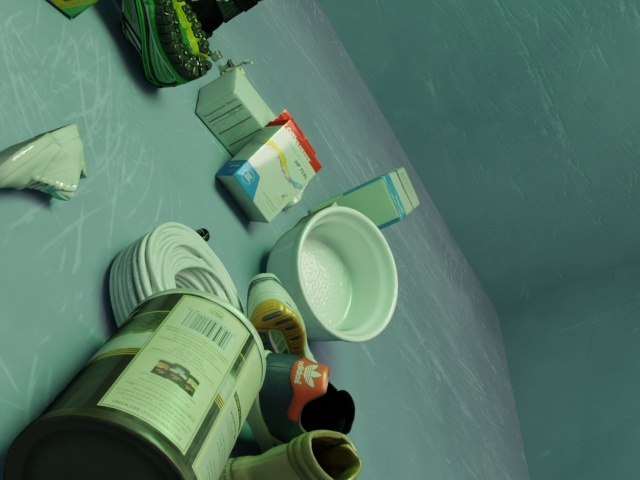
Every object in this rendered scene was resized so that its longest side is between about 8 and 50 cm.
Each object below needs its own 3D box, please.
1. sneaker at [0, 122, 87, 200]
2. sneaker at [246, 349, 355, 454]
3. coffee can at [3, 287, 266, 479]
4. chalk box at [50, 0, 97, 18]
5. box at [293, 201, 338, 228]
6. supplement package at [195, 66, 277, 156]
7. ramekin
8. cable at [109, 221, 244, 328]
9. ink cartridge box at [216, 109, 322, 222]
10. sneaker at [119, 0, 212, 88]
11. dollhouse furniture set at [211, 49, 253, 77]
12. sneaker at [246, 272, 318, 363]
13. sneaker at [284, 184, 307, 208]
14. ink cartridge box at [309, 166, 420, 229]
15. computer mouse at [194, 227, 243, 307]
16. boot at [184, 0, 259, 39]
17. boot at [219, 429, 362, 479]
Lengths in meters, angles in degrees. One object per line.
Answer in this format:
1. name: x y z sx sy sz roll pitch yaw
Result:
1. sneaker: -0.362 -0.090 0.930 0.212 0.080 0.094 -64 137 -67
2. sneaker: -0.012 0.298 1.109 0.350 0.148 0.131 71 24 -49
3. coffee can: -0.191 0.203 0.809 0.202 0.201 0.275 59 20 -14
4. chalk box: -0.380 -0.497 1.154 0.132 0.213 0.133 37 34 -53
5. box: 0.000 0.000 1.686 0.114 0.103 0.203 60 20 -11
6. supplement package: -0.176 -0.269 1.560 0.179 0.105 0.105 50 25 -36
7. ramekin: 0.019 0.078 1.462 0.277 0.135 0.278 14 69 -39
8. cable: -0.206 0.103 1.064 0.257 0.089 0.257 51 23 -34
9. ink cartridge box: -0.092 -0.163 1.498 0.231 0.078 0.134 -49 119 -24
10. sneaker: -0.334 -0.449 1.320 0.134 0.146 0.344 -23 97 -57
11. dollhouse furniture set: -0.199 -0.442 1.745 0.091 0.081 0.114 61 20 -9
12. sneaker: -0.060 0.184 1.209 0.131 0.111 0.297 -109 -169 -53
13. sneaker: -0.075 -0.151 1.736 0.075 0.063 0.170 61 24 -28
14. ink cartridge box: 0.131 -0.092 1.952 0.129 0.223 0.307 64 19 -2
15. computer mouse: -0.180 0.074 1.229 0.193 0.042 0.106 61 19 -10
16. boot: -0.239 -0.553 1.511 0.131 0.260 0.348 64 19 -1
17. boot: -0.021 0.366 1.039 0.262 0.203 0.095 46 27 -39
